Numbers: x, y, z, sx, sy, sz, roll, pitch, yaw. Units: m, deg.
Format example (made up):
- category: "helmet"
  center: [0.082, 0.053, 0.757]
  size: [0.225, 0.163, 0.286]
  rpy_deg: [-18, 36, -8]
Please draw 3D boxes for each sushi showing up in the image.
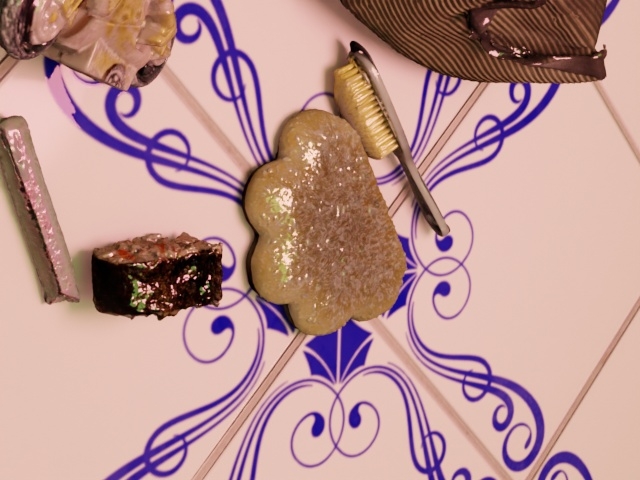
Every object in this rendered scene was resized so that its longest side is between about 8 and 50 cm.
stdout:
- category: "sushi"
  center: [-0.172, 0.035, 1.385]
  size: [0.150, 0.090, 0.078]
  rpy_deg: [-8, 107, -41]

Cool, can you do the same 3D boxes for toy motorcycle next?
- category: "toy motorcycle"
  center: [-0.190, -0.253, 1.223]
  size: [0.223, 0.107, 0.340]
  rpy_deg: [-68, 167, 3]

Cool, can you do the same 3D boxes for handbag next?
- category: "handbag"
  center: [0.205, -0.313, 1.495]
  size: [0.340, 0.240, 0.247]
  rpy_deg: [24, 83, -55]

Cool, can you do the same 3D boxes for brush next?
- category: "brush"
  center: [0.080, -0.106, 1.595]
  size: [0.060, 0.068, 0.297]
  rpy_deg: [-34, 123, -8]

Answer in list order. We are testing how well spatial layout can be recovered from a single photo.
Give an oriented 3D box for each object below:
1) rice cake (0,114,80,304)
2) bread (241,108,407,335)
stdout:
- category: "rice cake"
  center: [-0.285, -0.026, 1.315]
  size: [0.033, 0.033, 0.208]
  rpy_deg: [-35, 121, -41]
- category: "bread"
  center: [0.000, 0.000, 1.548]
  size: [0.207, 0.056, 0.286]
  rpy_deg: [-43, 122, -28]
